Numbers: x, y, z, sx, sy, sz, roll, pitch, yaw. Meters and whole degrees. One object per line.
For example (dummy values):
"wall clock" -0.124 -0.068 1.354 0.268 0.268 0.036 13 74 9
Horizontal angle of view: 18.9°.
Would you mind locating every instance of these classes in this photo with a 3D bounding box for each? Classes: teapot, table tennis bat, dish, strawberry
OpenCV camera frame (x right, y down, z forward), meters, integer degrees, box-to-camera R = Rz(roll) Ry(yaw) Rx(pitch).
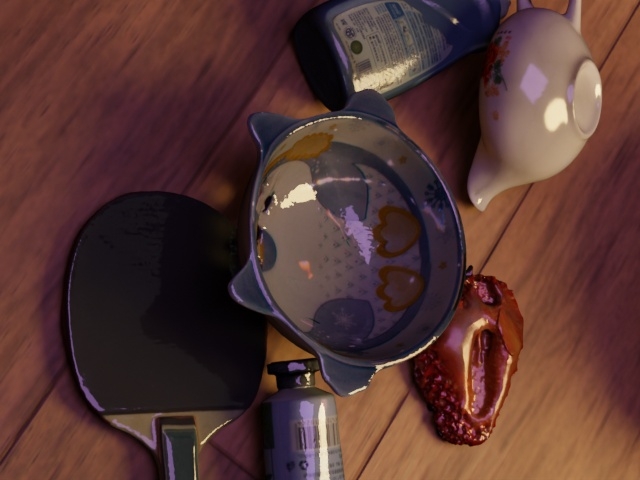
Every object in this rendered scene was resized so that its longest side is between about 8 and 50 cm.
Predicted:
"teapot" 0.187 -0.133 1.629 0.145 0.092 0.226 32 67 -61
"table tennis bat" -0.112 0.109 1.477 0.173 0.022 0.301 0 79 -29
"dish" 0.000 0.000 1.518 0.228 0.086 0.236 39 58 -18
"strawberry" 0.126 0.094 1.594 0.104 0.048 0.152 0 77 -25

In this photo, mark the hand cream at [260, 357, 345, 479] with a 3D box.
"hand cream" -0.008 0.228 1.494 0.091 0.058 0.271 -3 85 -40

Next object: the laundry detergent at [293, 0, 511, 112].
"laundry detergent" 0.080 -0.179 1.613 0.206 0.061 0.097 -24 90 -30
